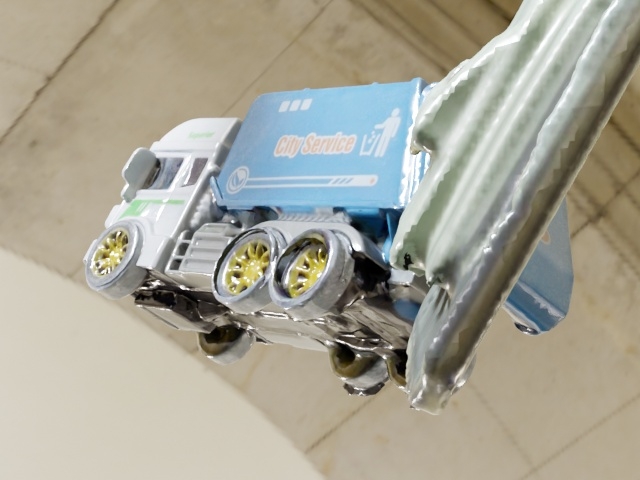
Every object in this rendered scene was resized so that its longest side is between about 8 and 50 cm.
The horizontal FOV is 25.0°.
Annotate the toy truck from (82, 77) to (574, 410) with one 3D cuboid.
[{"bbox_3d":[0.000,0.000,0.978,0.367,0.175,0.146,3,-27,47],"label":"toy truck"}]

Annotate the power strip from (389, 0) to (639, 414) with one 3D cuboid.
[{"bbox_3d":[0.072,-0.044,0.586,0.064,0.198,0.213,31,-89,1],"label":"power strip"}]
